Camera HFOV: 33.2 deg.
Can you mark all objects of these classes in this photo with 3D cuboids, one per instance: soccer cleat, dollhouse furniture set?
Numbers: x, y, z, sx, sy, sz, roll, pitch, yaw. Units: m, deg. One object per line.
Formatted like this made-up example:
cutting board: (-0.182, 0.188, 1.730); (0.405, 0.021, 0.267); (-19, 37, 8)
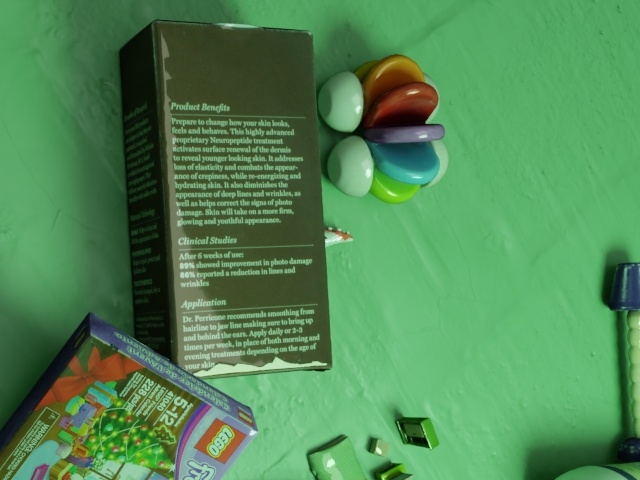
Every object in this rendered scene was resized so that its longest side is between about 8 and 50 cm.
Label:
soccer cleat: (0.000, 0.000, 1.308); (0.083, 0.029, 0.035); (7, 91, -24)
dollhouse furniture set: (0.067, 0.266, 1.300); (0.152, 0.058, 0.076); (-23, 96, -28)

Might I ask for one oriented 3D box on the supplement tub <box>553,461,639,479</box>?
supplement tub: (0.465, 0.404, 1.399); (0.325, 0.235, 0.235); (3, 84, -28)

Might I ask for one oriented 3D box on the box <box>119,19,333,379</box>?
box: (-0.108, -0.040, 1.192); (0.191, 0.143, 0.381); (-1, 87, -28)

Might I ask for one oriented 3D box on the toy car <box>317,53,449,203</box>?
toy car: (0.094, -0.138, 1.308); (0.159, 0.136, 0.182); (-7, 89, -29)

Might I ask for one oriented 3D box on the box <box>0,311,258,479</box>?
box: (-0.229, 0.241, 1.070); (0.201, 0.057, 0.293); (34, 100, -21)

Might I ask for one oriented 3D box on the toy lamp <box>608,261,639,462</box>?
toy lamp: (0.446, 0.168, 1.504); (0.080, 0.080, 0.274); (0, 88, -28)
